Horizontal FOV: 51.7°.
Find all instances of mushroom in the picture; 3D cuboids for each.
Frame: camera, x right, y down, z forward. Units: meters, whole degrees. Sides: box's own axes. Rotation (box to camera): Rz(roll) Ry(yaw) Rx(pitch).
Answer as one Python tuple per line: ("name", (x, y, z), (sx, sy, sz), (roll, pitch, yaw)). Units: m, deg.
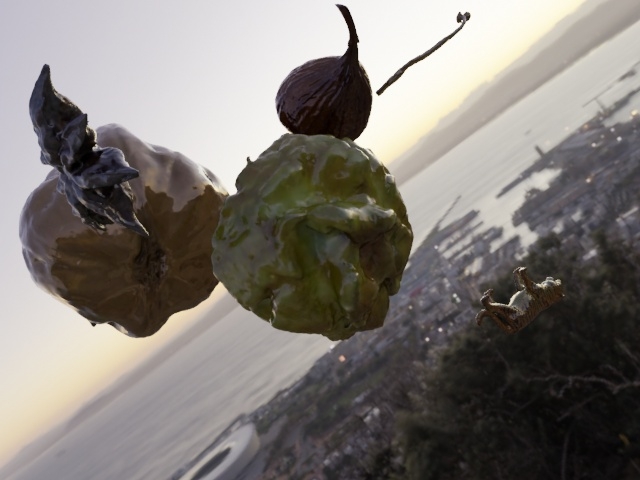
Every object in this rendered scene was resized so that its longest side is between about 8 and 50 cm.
("mushroom", (0.187, -0.331, 1.154), (0.286, 0.026, 0.028), (-46, 16, -28))

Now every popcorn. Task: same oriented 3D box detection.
("popcorn", (-0.004, -0.009, 0.883), (0.282, 0.247, 0.281), (17, -90, -79))

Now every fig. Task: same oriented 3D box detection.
("fig", (0.029, -0.231, 0.941), (0.146, 0.134, 0.201), (-33, -16, -47))

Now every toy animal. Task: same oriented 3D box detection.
("toy animal", (0.376, 0.112, 1.237), (0.241, 0.099, 0.057), (-30, -8, -35))

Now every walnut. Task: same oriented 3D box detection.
("walnut", (-0.326, -0.020, 1.157), (0.384, 0.383, 0.383), (-37, 2, 1))

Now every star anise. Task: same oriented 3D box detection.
("star anise", (-0.258, -0.081, 0.722), (0.061, 0.181, 0.204), (-43, -18, -31))
